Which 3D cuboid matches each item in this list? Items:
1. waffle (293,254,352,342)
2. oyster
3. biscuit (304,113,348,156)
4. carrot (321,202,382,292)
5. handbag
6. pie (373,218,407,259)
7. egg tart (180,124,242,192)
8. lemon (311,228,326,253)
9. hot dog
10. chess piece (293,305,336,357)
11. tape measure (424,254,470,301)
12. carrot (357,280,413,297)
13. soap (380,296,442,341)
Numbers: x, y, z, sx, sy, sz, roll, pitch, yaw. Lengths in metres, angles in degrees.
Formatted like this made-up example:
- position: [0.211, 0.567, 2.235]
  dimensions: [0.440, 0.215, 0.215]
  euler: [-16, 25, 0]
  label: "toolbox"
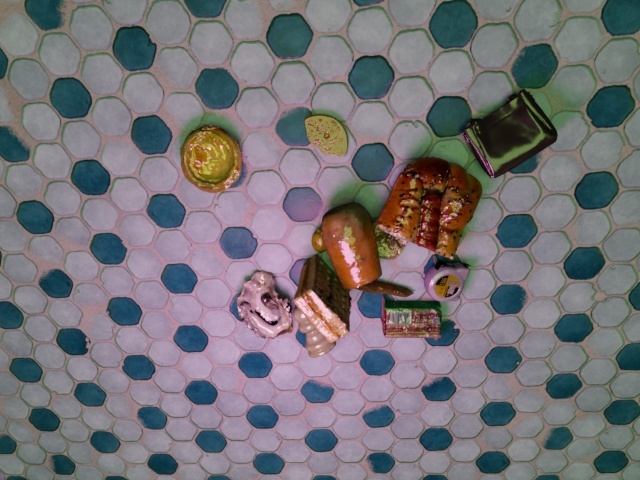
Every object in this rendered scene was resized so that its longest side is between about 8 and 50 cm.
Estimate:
- position: [0.015, 0.231, 1.713]
  dimensions: [0.114, 0.376, 0.260]
  euler: [-34, 103, 14]
  label: "waffle"
- position: [-0.248, 0.324, 1.904]
  dimensions: [0.238, 0.114, 0.351]
  euler: [-37, 109, 5]
  label: "oyster"
- position: [0.029, -0.433, 1.658]
  dimensions: [0.221, 0.029, 0.141]
  euler: [36, 109, -9]
  label: "biscuit"
- position: [0.133, 0.019, 1.704]
  dimensions: [0.225, 0.224, 0.340]
  euler: [-18, 100, 9]
  label: "carrot"
- position: [0.734, -0.415, 1.586]
  dimensions: [0.286, 0.113, 0.256]
  euler: [-33, 99, 21]
  label: "handbag"
- position: [0.302, -0.025, 1.778]
  dimensions: [0.185, 0.052, 0.218]
  euler: [27, 106, -3]
  label: "pie"
- position: [-0.450, -0.338, 1.687]
  dimensions: [0.280, 0.095, 0.278]
  euler: [1, 104, 4]
  label: "egg tart"
- position: [0.000, 0.000, 1.787]
  dimensions: [0.082, 0.082, 0.110]
  euler: [-3, 107, 4]
  label: "lemon"
- position: [0.454, -0.147, 1.637]
  dimensions: [0.368, 0.196, 0.364]
  euler: [21, 96, -10]
  label: "hot dog"
- position: [-0.041, 0.407, 1.914]
  dimensions: [0.145, 0.144, 0.251]
  euler: [-23, 100, 11]
  label: "chess piece"
- position: [0.554, 0.177, 1.814]
  dimensions: [0.179, 0.105, 0.195]
  euler: [13, 111, -9]
  label: "tape measure"
- position: [0.262, 0.215, 1.859]
  dimensions: [0.343, 0.070, 0.070]
  euler: [14, 110, -4]
  label: "carrot"
- position: [0.421, 0.363, 1.884]
  dimensions: [0.274, 0.098, 0.217]
  euler: [-1, 110, 3]
  label: "soap"
